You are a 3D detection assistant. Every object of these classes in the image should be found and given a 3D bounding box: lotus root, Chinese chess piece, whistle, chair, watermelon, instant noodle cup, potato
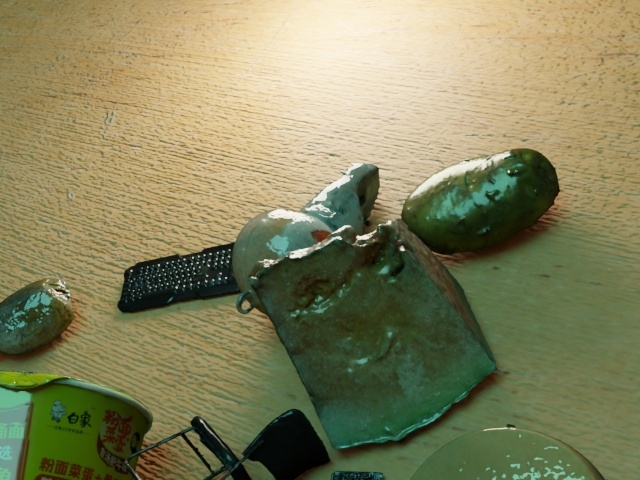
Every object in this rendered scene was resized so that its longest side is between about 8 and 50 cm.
[{"bbox_3d":[-0.514,0.141,1.614,0.192,0.088,0.113,-30,52,1],"label":"lotus root"},{"bbox_3d":[0.216,0.347,1.073,0.273,0.102,0.273,-14,49,17],"label":"Chinese chess piece"},{"bbox_3d":[0.000,0.000,1.432,0.189,0.189,0.348,21,52,37],"label":"whistle"},{"bbox_3d":[-0.118,0.300,1.252,0.221,0.140,0.145,-38,42,-13],"label":"chair"},{"bbox_3d":[0.073,0.106,1.290,0.264,0.302,0.151,-29,8,2],"label":"watermelon"},{"bbox_3d":[-0.388,0.332,1.262,0.311,0.311,0.221,-10,59,18],"label":"instant noodle cup"},{"bbox_3d":[0.235,-0.056,1.401,0.251,0.113,0.149,-27,53,15],"label":"potato"}]

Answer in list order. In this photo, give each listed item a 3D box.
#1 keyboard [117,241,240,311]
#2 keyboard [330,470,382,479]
[{"bbox_3d":[-0.225,0.060,1.588,0.262,0.016,0.106,-11,48,18],"label":"keyboard"},{"bbox_3d":[0.034,0.386,1.185,0.074,0.015,0.196,-7,53,25],"label":"keyboard"}]
